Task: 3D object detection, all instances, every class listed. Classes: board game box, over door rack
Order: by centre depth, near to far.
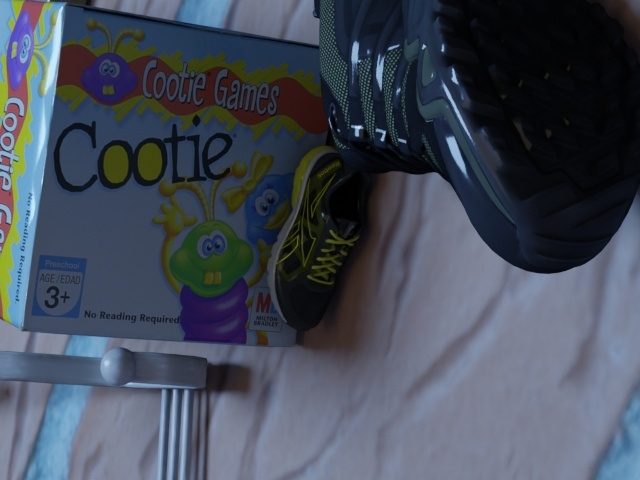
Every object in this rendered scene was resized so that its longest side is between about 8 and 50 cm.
[{"bbox_3d":[-0.131,-0.043,0.895,0.275,0.144,0.142,15,98,57],"label":"board game box"},{"bbox_3d":[-0.177,0.178,0.960,0.324,0.108,0.240,-7,78,56],"label":"over door rack"}]

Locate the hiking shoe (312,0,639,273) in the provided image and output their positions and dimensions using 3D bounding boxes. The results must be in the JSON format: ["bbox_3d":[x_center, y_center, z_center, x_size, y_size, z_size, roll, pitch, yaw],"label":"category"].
[{"bbox_3d":[0.054,-0.057,0.696,0.227,0.086,0.114,-109,28,-42],"label":"hiking shoe"}]

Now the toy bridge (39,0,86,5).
[{"bbox_3d":[-0.189,-0.169,1.108,0.188,0.026,0.063,23,103,55],"label":"toy bridge"}]

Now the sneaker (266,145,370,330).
[{"bbox_3d":[0.000,0.000,0.792,0.035,0.031,0.083,14,96,56],"label":"sneaker"}]
